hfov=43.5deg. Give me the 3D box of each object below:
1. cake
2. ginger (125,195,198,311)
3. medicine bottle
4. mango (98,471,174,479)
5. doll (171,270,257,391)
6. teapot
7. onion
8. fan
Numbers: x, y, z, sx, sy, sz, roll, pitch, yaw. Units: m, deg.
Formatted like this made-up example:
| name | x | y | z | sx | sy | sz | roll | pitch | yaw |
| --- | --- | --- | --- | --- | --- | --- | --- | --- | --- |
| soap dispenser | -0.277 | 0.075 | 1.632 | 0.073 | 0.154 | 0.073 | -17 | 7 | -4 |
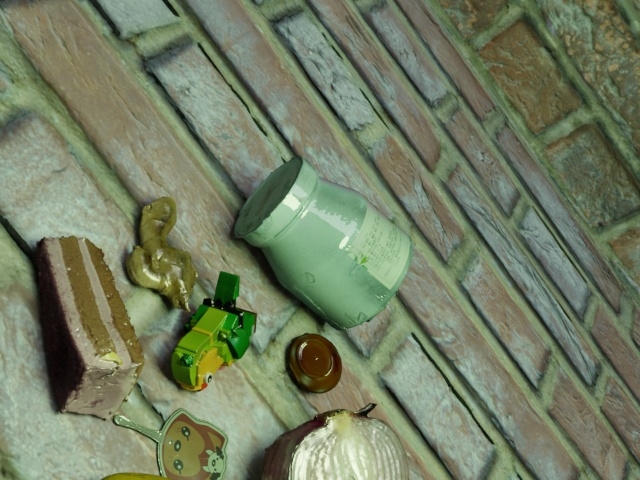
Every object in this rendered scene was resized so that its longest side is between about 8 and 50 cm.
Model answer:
| name | x | y | z | sx | sy | sz | roll | pitch | yaw |
| --- | --- | --- | --- | --- | --- | --- | --- | --- | --- |
| cake | -0.350 | 0.114 | 1.209 | 0.116 | 0.113 | 0.295 | 9 | 52 | -48 |
| ginger | -0.268 | 0.021 | 1.403 | 0.133 | 0.059 | 0.214 | 26 | 45 | -24 |
| medicine bottle | 0.000 | 0.000 | 1.572 | 0.290 | 0.245 | 0.245 | 39 | 41 | -22 |
| mango | -0.252 | 0.387 | 1.125 | 0.195 | 0.098 | 0.137 | -5 | 64 | -55 |
| doll | -0.182 | 0.164 | 1.345 | 0.186 | 0.106 | 0.134 | -57 | 152 | -35 |
| teapot | -0.013 | 0.233 | 1.532 | 0.098 | 0.078 | 0.129 | -24 | 67 | -13 |
| onion | 0.025 | 0.465 | 1.340 | 0.267 | 0.159 | 0.348 | 0 | 72 | -36 |
| fan | -0.233 | 0.321 | 1.265 | 0.220 | 0.009 | 0.132 | 35 | 42 | -28 |
